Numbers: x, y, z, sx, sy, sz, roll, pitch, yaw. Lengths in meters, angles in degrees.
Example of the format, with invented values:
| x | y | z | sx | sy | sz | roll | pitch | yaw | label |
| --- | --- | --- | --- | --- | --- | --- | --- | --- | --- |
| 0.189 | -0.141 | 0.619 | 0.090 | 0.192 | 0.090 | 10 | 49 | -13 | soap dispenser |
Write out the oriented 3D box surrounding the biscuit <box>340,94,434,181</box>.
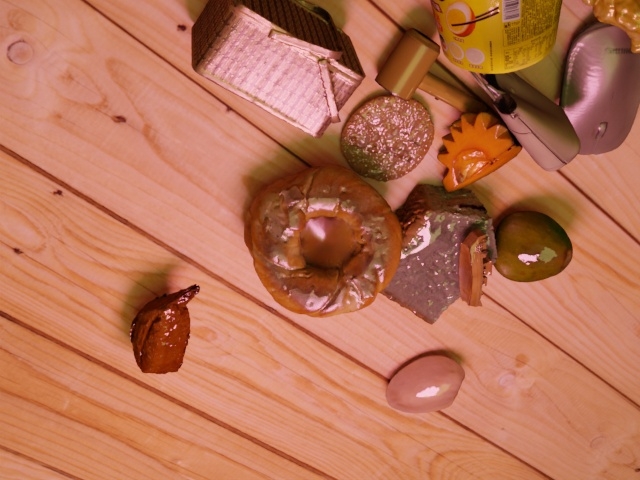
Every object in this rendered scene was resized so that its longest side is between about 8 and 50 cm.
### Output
| x | y | z | sx | sy | sz | roll | pitch | yaw | label |
| --- | --- | --- | --- | --- | --- | --- | --- | --- | --- |
| 0.153 | -0.231 | 1.840 | 0.219 | 0.033 | 0.220 | -5 | 122 | -8 | biscuit |

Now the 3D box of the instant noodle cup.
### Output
| x | y | z | sx | sy | sz | roll | pitch | yaw | label |
| --- | --- | --- | --- | --- | --- | --- | --- | --- | --- |
| 0.343 | -0.487 | 1.594 | 0.311 | 0.311 | 0.222 | -16 | 133 | -3 | instant noodle cup |

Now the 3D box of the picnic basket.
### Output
| x | y | z | sx | sy | sz | roll | pitch | yaw | label |
| --- | --- | --- | --- | --- | --- | --- | --- | --- | --- |
| -0.076 | -0.375 | 1.584 | 0.312 | 0.228 | 0.175 | 26 | 119 | -26 | picnic basket |

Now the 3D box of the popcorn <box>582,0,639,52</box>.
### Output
| x | y | z | sx | sy | sz | roll | pitch | yaw | label |
| --- | --- | --- | --- | --- | --- | --- | --- | --- | --- |
| 0.669 | -0.527 | 1.646 | 0.250 | 0.235 | 0.242 | 32 | 93 | -1 | popcorn |

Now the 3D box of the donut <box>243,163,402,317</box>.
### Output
| x | y | z | sx | sy | sz | roll | pitch | yaw | label |
| --- | --- | --- | --- | --- | --- | --- | --- | --- | --- |
| 0.000 | 0.000 | 1.817 | 0.360 | 0.170 | 0.361 | 0 | 95 | -1 | donut |

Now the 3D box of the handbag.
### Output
| x | y | z | sx | sy | sz | roll | pitch | yaw | label |
| --- | --- | --- | --- | --- | --- | --- | --- | --- | --- |
| 0.427 | -0.301 | 1.739 | 0.109 | 0.241 | 0.315 | -36 | 127 | 22 | handbag |

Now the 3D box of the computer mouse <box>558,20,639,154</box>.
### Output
| x | y | z | sx | sy | sz | roll | pitch | yaw | label |
| --- | --- | --- | --- | --- | --- | --- | --- | --- | --- |
| 0.647 | -0.345 | 1.848 | 0.197 | 0.095 | 0.331 | -5 | 121 | -5 | computer mouse |

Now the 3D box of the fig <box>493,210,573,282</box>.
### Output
| x | y | z | sx | sy | sz | roll | pitch | yaw | label |
| --- | --- | --- | --- | --- | --- | --- | --- | --- | --- |
| 0.522 | 0.019 | 1.992 | 0.181 | 0.191 | 0.181 | -17 | 114 | -44 | fig |

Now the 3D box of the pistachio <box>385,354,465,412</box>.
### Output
| x | y | z | sx | sy | sz | roll | pitch | yaw | label |
| --- | --- | --- | --- | --- | --- | --- | --- | --- | --- |
| 0.285 | 0.393 | 2.190 | 0.223 | 0.126 | 0.152 | -26 | 89 | 9 | pistachio |

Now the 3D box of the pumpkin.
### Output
| x | y | z | sx | sy | sz | roll | pitch | yaw | label |
| --- | --- | --- | --- | --- | --- | --- | --- | --- | --- |
| 0.373 | -0.227 | 1.849 | 0.149 | 0.130 | 0.254 | -24 | 169 | -32 | pumpkin |

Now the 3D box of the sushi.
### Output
| x | y | z | sx | sy | sz | roll | pitch | yaw | label |
| --- | --- | --- | --- | --- | --- | --- | --- | --- | --- |
| -0.370 | 0.201 | 1.921 | 0.140 | 0.149 | 0.287 | -16 | 131 | -45 | sushi |

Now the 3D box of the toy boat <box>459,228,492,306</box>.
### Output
| x | y | z | sx | sy | sz | roll | pitch | yaw | label |
| --- | --- | --- | --- | --- | --- | --- | --- | --- | --- |
| 0.366 | 0.068 | 1.897 | 0.072 | 0.064 | 0.206 | -20 | 127 | -20 | toy boat |

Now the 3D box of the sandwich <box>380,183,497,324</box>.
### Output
| x | y | z | sx | sy | sz | roll | pitch | yaw | label |
| --- | --- | --- | --- | --- | --- | --- | --- | --- | --- |
| 0.277 | 0.023 | 1.960 | 0.262 | 0.131 | 0.325 | 34 | 107 | -26 | sandwich |

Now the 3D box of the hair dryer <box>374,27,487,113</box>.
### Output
| x | y | z | sx | sy | sz | roll | pitch | yaw | label |
| --- | --- | --- | --- | --- | --- | --- | --- | --- | --- |
| 0.264 | -0.346 | 1.774 | 0.278 | 0.090 | 0.135 | 22 | 111 | -30 | hair dryer |
